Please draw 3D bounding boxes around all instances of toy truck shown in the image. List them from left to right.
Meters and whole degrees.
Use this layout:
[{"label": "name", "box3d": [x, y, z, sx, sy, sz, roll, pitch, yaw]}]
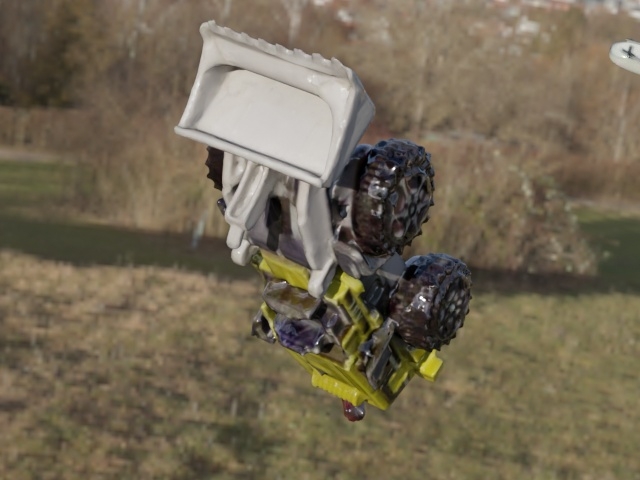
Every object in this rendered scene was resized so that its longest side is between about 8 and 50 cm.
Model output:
[{"label": "toy truck", "box3d": [0.000, 0.000, 0.799, 0.136, 0.111, 0.286, 21, -24, 32]}]

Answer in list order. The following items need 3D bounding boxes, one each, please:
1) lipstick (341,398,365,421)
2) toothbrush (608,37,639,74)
[{"label": "lipstick", "box3d": [0.025, 0.098, 1.316, 0.027, 0.027, 0.176, 5, 50, -13]}, {"label": "toothbrush", "box3d": [0.246, -0.066, 0.704, 0.204, 0.022, 0.017, 20, 46, -1]}]
